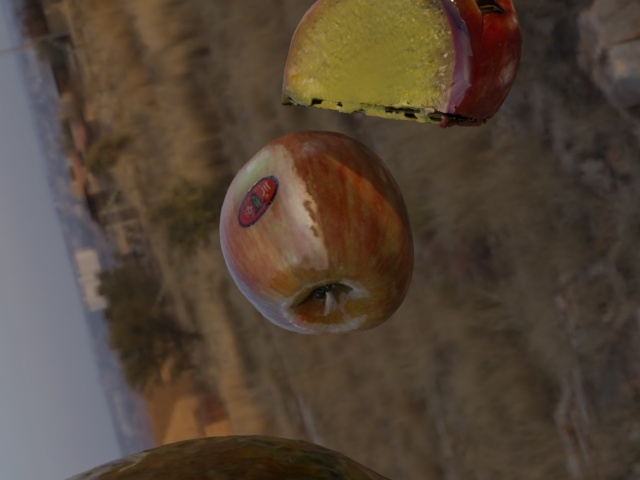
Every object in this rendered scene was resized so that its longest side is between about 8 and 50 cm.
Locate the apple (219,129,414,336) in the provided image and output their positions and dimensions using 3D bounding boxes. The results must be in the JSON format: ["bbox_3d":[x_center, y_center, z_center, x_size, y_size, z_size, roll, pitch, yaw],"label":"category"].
[{"bbox_3d":[0.000,0.000,0.921,0.146,0.146,0.131,86,172,-46],"label":"apple"}]

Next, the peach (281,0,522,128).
[{"bbox_3d":[0.058,-0.123,0.824,0.172,0.092,0.127,-23,83,48],"label":"peach"}]

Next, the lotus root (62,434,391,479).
[{"bbox_3d":[-0.064,0.202,0.769,0.142,0.314,0.210,102,155,-57],"label":"lotus root"}]
